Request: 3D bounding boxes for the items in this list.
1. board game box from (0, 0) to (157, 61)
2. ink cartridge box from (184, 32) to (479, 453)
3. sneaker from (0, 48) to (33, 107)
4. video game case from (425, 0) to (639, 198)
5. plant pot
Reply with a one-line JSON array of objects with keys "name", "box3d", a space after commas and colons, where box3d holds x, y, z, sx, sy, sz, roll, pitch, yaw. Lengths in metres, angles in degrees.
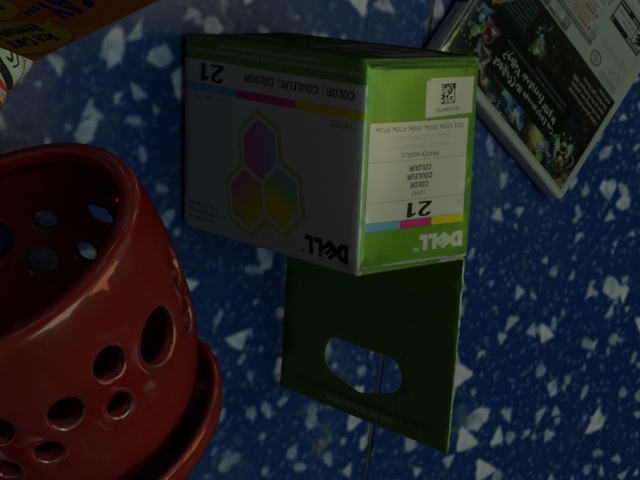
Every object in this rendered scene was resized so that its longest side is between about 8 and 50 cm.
[{"name": "board game box", "box3d": [-0.175, -0.320, 0.627, 0.356, 0.356, 0.357, 18, 78, -27]}, {"name": "ink cartridge box", "box3d": [0.000, 0.000, 1.026, 0.097, 0.188, 0.255, -7, 104, -39]}, {"name": "sneaker", "box3d": [-0.263, -0.170, 0.851, 0.270, 0.090, 0.145, 51, 43, -17]}, {"name": "video game case", "box3d": [0.180, -0.156, 1.248, 0.190, 0.022, 0.173, 45, 71, -37]}, {"name": "plant pot", "box3d": [-0.155, 0.065, 0.917, 0.191, 0.191, 0.174, -46, 129, -22]}]
